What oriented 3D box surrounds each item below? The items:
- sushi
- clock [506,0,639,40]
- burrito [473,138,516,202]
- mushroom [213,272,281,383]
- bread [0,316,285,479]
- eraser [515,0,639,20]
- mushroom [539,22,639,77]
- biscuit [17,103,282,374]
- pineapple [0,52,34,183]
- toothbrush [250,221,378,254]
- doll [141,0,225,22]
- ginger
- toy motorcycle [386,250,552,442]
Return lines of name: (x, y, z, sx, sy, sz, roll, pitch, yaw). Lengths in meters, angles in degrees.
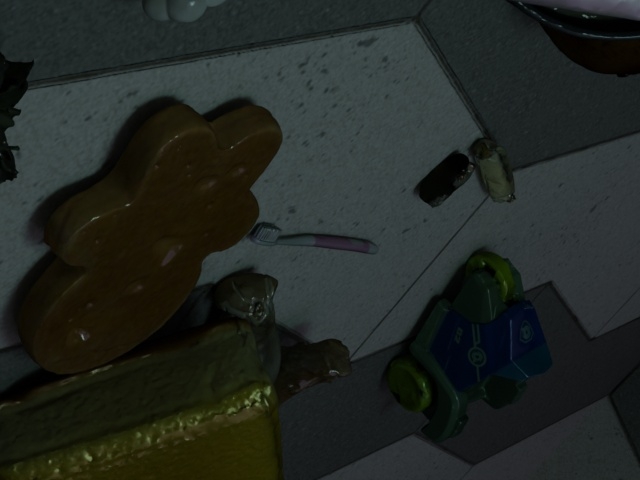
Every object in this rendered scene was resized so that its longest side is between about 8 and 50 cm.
sushi: (0.170, -0.074, 1.807, 0.083, 0.044, 0.046, -41, 155, 4)
clock: (0.290, -0.359, 1.230, 0.386, 0.076, 0.386, -7, 125, -10)
burrito: (0.240, -0.096, 1.885, 0.045, 0.041, 0.185, -1, 160, 13)
mushroom: (-0.094, 0.131, 1.706, 0.116, 0.093, 0.225, -2, 144, -25)
bread: (-0.206, 0.256, 1.610, 0.333, 0.143, 0.323, -17, 144, -14)
eraser: (0.201, -0.328, 1.108, 0.359, 0.122, 0.272, 4, 125, -18)
mushroom: (0.392, -0.326, 1.540, 0.345, 0.259, 0.345, -16, 174, -2)
biscuit: (-0.182, 0.000, 1.404, 0.275, 0.052, 0.355, -9, 142, -49)
pineapple: (-0.292, -0.107, 0.946, 0.141, 0.170, 0.310, -17, 165, 15)
toothbrush: (0.000, 0.000, 1.711, 0.025, 0.020, 0.286, -56, 153, 16)
doll: (-0.112, -0.237, 1.096, 0.106, 0.062, 0.162, -32, 156, -10)
ginger: (-0.087, 0.222, 1.833, 0.290, 0.122, 0.084, -40, 129, 1)
toy motorcycle: (0.259, 0.175, 2.176, 0.191, 0.200, 0.326, -23, 152, -33)
